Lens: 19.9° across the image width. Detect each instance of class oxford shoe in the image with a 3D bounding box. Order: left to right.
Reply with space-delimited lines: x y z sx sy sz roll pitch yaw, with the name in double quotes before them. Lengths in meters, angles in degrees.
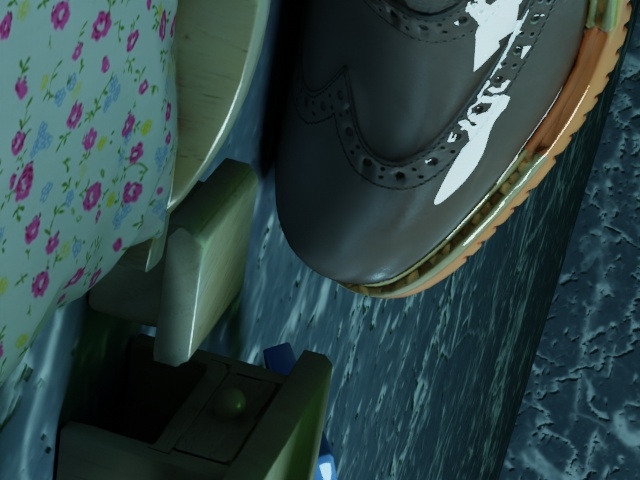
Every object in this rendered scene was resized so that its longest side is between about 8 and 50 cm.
"oxford shoe" 0.031 -0.131 0.580 0.132 0.130 0.364 -13 132 -40

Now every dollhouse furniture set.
"dollhouse furniture set" 0.000 0.000 0.373 0.303 0.173 0.356 -56 159 -59

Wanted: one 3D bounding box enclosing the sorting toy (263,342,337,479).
"sorting toy" -0.008 0.186 0.777 0.348 0.047 0.196 86 -13 -56
